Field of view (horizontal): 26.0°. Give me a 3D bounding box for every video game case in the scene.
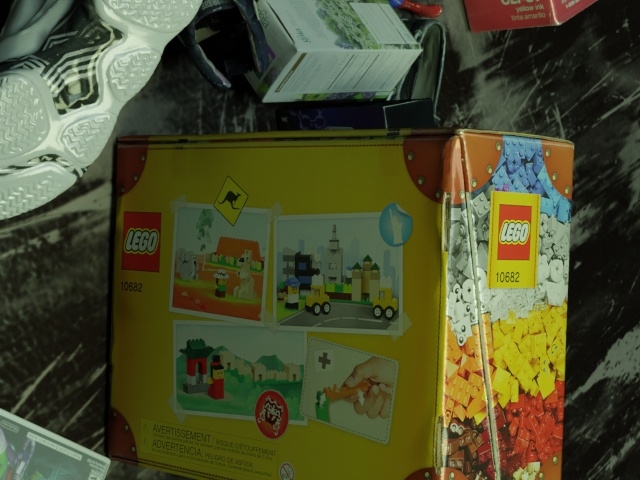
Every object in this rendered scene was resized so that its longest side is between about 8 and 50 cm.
[{"bbox_3d":[-0.324,0.284,1.477,0.190,0.022,0.173,36,66,-42],"label":"video game case"}]

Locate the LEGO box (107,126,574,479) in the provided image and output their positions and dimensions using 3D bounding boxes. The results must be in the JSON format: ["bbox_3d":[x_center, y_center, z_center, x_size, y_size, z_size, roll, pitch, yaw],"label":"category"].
[{"bbox_3d":[0.001,0.075,1.470,0.193,0.500,0.373,2,91,-46],"label":"LEGO box"}]

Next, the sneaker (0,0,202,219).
[{"bbox_3d":[-0.279,-0.191,1.407,0.366,0.210,0.137,-51,130,-2],"label":"sneaker"}]

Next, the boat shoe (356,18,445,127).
[{"bbox_3d":[0.111,-0.156,1.867,0.108,0.102,0.301,24,74,-45],"label":"boat shoe"}]

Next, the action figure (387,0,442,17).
[{"bbox_3d":[0.087,-0.360,1.815,0.280,0.139,0.092,4,86,-45],"label":"action figure"}]

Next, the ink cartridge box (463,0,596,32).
[{"bbox_3d":[0.311,-0.532,2.024,0.279,0.160,0.385,-34,116,-41],"label":"ink cartridge box"}]

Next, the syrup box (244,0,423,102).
[{"bbox_3d":[0.007,-0.240,1.735,0.237,0.096,0.093,-9,58,-46],"label":"syrup box"}]

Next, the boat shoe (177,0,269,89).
[{"bbox_3d":[-0.140,-0.323,1.499,0.127,0.158,0.341,-26,130,1],"label":"boat shoe"}]

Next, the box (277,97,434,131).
[{"bbox_3d":[0.053,-0.043,1.751,0.103,0.184,0.261,-14,102,-44],"label":"box"}]
